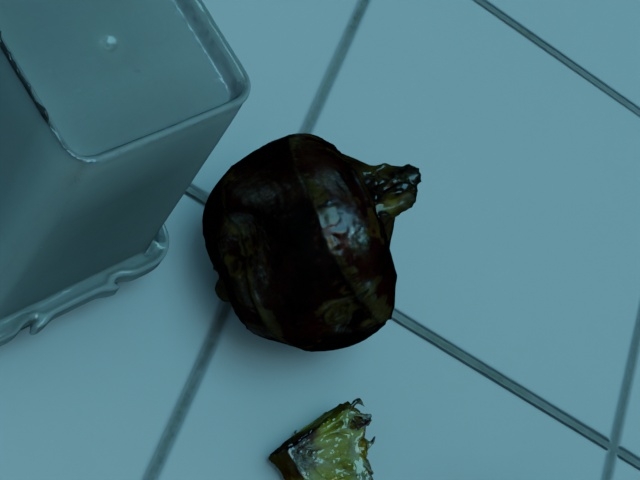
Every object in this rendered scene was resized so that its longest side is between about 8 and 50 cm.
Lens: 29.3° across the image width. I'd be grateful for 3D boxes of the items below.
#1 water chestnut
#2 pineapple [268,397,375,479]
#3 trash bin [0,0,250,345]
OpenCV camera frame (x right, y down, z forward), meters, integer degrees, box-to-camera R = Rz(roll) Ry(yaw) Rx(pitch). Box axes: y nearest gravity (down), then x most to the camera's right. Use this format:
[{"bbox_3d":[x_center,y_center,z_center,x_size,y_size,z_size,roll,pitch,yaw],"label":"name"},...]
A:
[{"bbox_3d":[0.000,0.000,1.228,0.238,0.223,0.223,-23,79,-3],"label":"water chestnut"},{"bbox_3d":[0.003,0.224,1.221,0.116,0.069,0.137,14,63,-25],"label":"pineapple"},{"bbox_3d":[-0.248,-0.079,1.031,0.296,0.368,0.256,-26,83,-35],"label":"trash bin"}]
